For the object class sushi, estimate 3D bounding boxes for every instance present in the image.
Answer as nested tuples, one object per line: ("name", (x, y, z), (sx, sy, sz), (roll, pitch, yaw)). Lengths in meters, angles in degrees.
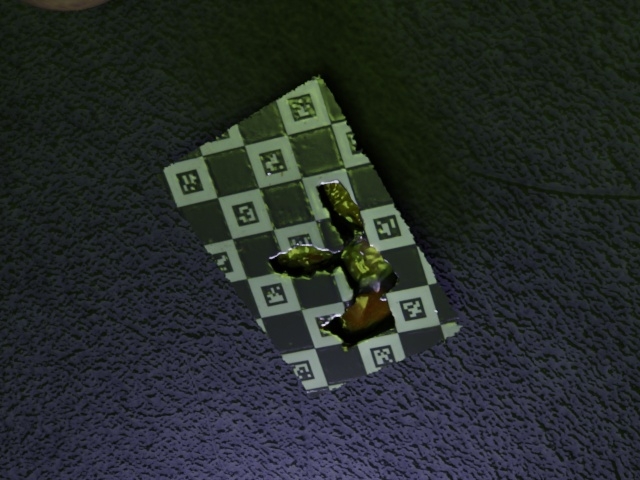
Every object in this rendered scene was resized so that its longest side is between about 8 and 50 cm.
("sushi", (0.000, 0.000, 1.122), (0.192, 0.043, 0.279), (-28, 105, 22))

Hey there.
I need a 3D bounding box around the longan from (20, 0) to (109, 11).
("longan", (-0.227, -0.277, 0.995), (0.187, 0.167, 0.167), (12, 117, 31))
